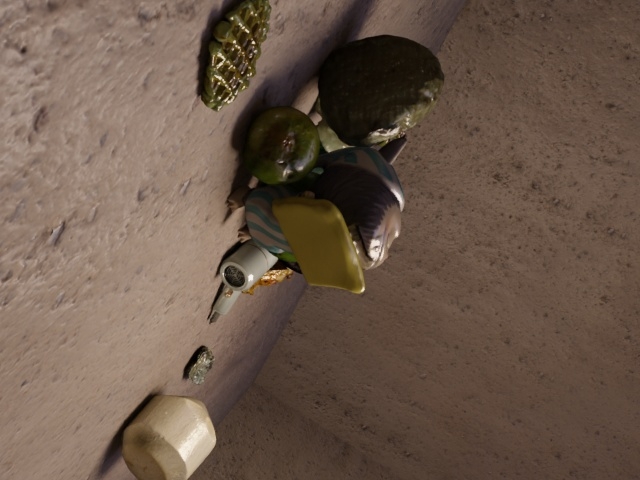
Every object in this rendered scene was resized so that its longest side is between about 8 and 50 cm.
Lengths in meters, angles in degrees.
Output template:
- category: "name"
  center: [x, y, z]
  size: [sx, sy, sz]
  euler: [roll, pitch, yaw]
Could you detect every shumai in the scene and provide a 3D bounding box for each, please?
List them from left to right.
- category: "shumai"
  center: [0.145, -0.341, 1.555]
  size: [0.330, 0.291, 0.288]
  euler: [-22, 153, -5]

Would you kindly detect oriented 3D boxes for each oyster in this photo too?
- category: "oyster"
  center: [-0.402, 0.420, 2.018]
  size: [0.125, 0.064, 0.177]
  euler: [-52, 169, -20]

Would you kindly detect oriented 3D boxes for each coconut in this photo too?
- category: "coconut"
  center: [-0.428, 0.559, 1.733]
  size: [0.266, 0.237, 0.237]
  euler: [-39, 161, -52]

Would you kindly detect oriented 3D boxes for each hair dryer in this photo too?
- category: "hair dryer"
  center: [-0.259, 0.149, 1.768]
  size: [0.357, 0.108, 0.173]
  euler: [-56, 173, 35]

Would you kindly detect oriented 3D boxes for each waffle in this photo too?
- category: "waffle"
  center: [-0.129, -0.295, 0.949]
  size: [0.169, 0.036, 0.183]
  euler: [-55, 173, -39]

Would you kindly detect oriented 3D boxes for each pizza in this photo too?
- category: "pizza"
  center: [-0.169, 0.116, 2.002]
  size: [0.182, 0.073, 0.365]
  euler: [-15, -177, 13]

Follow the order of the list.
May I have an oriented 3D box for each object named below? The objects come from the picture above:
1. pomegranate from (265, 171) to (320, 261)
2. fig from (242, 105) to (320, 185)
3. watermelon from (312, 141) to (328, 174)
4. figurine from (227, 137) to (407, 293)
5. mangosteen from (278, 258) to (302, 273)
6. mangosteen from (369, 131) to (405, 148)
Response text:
- category: "pomegranate"
  center: [-0.043, -0.062, 1.615]
  size: [0.271, 0.254, 0.254]
  euler: [11, 118, -35]
- category: "fig"
  center: [-0.078, -0.188, 1.275]
  size: [0.167, 0.167, 0.233]
  euler: [-58, 167, -5]
- category: "watermelon"
  center: [0.056, -0.208, 1.860]
  size: [0.151, 0.264, 0.302]
  euler: [-47, 180, 1]
- category: "figurine"
  center: [0.046, -0.095, 1.421]
  size: [0.378, 0.361, 0.266]
  euler: [-43, 140, -36]
- category: "mangosteen"
  center: [-0.027, -0.037, 1.913]
  size: [0.302, 0.275, 0.275]
  euler: [-83, -166, -47]
- category: "mangosteen"
  center: [0.148, -0.377, 1.824]
  size: [0.216, 0.216, 0.216]
  euler: [-57, 173, -11]
